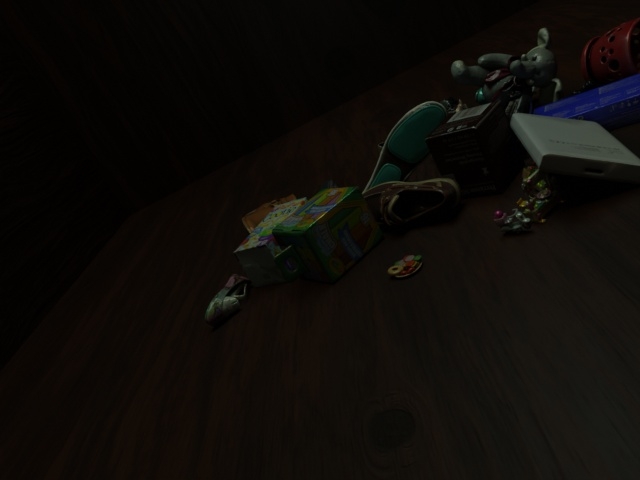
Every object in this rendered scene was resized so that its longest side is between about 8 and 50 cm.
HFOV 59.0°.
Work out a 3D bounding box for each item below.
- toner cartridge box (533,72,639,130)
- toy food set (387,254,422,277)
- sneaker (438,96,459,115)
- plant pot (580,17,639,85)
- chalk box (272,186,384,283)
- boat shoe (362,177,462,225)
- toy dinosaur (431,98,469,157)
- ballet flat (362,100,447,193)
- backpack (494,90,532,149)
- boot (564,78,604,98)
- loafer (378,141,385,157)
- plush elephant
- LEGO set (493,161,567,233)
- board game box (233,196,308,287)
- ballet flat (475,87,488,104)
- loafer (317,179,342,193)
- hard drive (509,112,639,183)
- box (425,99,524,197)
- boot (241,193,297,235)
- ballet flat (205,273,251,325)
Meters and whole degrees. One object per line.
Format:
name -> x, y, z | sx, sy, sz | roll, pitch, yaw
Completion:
toner cartridge box -> 0.773, -0.363, 1.570 | 0.347, 0.075, 0.165 | -15, 24, 33
toy food set -> 0.212, 0.063, 1.396 | 0.083, 0.020, 0.082 | -5, 32, 49
sneaker -> 0.464, -0.432, 2.027 | 0.102, 0.146, 0.293 | -21, 22, 21
plant pot -> 0.884, -0.538, 1.669 | 0.191, 0.191, 0.174 | -39, 20, -23
chalk box -> 0.000, 0.000, 1.596 | 0.289, 0.180, 0.179 | -42, 24, -26
boat shoe -> 0.218, -0.102, 1.594 | 0.341, 0.124, 0.123 | -5, 11, 35
toy dinosaur -> 0.402, -0.329, 1.796 | 0.200, 0.127, 0.295 | -35, -10, 24
ballet flat -> 0.242, -0.247, 1.729 | 0.401, 0.139, 0.139 | -59, 14, 17
backpack -> 0.549, -0.347, 1.671 | 0.151, 0.115, 0.182 | 22, 85, 17
boot -> 0.795, -0.416, 1.675 | 0.099, 0.121, 0.045 | -50, 24, 48
loafer -> 0.322, -0.361, 2.130 | 0.251, 0.088, 0.094 | -18, 24, 28
plush elephant -> 0.647, -0.526, 1.838 | 0.329, 0.272, 0.255 | -12, -13, -22
LEGO set -> 0.507, -0.137, 1.350 | 0.132, 0.107, 0.287 | -11, 28, 40
board game box -> -0.125, 0.003, 1.796 | 0.144, 0.142, 0.275 | -13, 26, 36
ballet flat -> 0.690, -0.601, 2.243 | 0.087, 0.083, 0.247 | 14, 42, 27
loafer -> 0.055, -0.140, 2.004 | 0.109, 0.095, 0.302 | -59, 15, 7
hard drive -> 0.609, -0.232, 1.369 | 0.232, 0.047, 0.353 | 8, 28, 3
box -> 0.430, -0.248, 1.570 | 0.168, 0.203, 0.167 | -6, 31, 47
boot -> -0.177, -0.087, 2.158 | 0.220, 0.109, 0.283 | -24, 14, 3
ballet flat -> -0.269, 0.175, 1.706 | 0.079, 0.077, 0.222 | 1, 31, 18
